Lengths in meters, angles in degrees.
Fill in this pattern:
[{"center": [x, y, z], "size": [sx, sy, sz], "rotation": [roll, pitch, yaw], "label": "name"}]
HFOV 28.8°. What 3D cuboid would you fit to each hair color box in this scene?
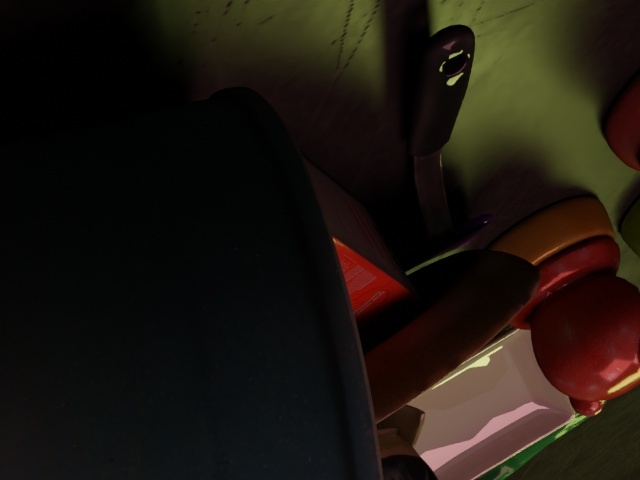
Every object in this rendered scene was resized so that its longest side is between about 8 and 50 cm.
[{"center": [0.000, 0.000, 0.664], "size": [0.043, 0.072, 0.141], "rotation": [-35, 154, 11], "label": "hair color box"}]

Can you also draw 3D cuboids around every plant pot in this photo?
[{"center": [-0.137, 0.088, 0.478], "size": [0.255, 0.272, 0.272], "rotation": [-7, 149, -16], "label": "plant pot"}, {"center": [0.027, 0.069, 0.768], "size": [0.236, 0.032, 0.236], "rotation": [-33, -175, 3], "label": "plant pot"}]

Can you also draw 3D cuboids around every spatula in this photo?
[{"center": [0.064, -0.037, 0.716], "size": [0.084, 0.030, 0.296], "rotation": [-25, 155, -8], "label": "spatula"}]

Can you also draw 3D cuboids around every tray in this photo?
[{"center": [0.086, 0.175, 1.093], "size": [0.270, 0.030, 0.145], "rotation": [-31, 131, 0], "label": "tray"}]

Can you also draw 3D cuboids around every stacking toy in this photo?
[{"center": [0.288, -0.015, 0.888], "size": [0.279, 0.130, 0.309], "rotation": [-12, 150, -35], "label": "stacking toy"}]

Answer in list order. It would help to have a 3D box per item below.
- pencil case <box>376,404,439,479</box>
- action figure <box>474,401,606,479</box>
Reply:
[{"center": [-0.083, 0.224, 0.842], "size": [0.410, 0.159, 0.184], "rotation": [-7, 104, -50], "label": "pencil case"}, {"center": [0.208, 0.183, 1.249], "size": [0.232, 0.063, 0.137], "rotation": [-37, 153, 22], "label": "action figure"}]
